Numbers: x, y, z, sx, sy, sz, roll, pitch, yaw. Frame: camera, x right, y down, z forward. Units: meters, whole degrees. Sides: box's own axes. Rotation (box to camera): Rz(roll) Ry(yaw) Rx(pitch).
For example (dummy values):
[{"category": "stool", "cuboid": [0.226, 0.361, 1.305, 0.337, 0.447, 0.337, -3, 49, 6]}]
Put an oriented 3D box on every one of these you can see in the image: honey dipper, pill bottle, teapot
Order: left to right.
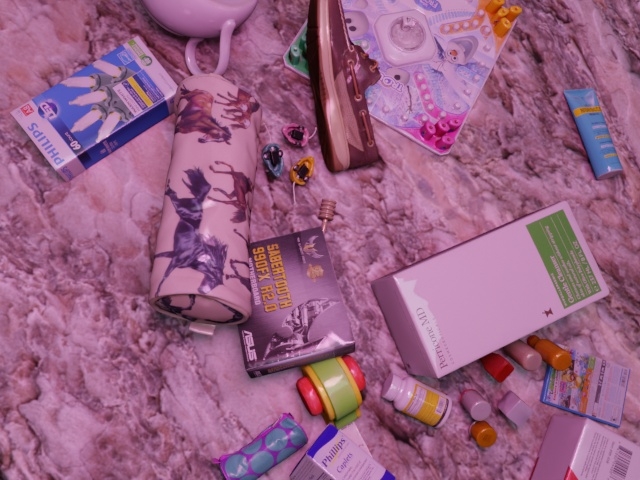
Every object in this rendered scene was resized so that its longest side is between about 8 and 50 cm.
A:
[{"category": "teapot", "cuboid": [-0.247, -0.471, 1.057, 0.253, 0.187, 0.255, 31, 55, -30]}, {"category": "honey dipper", "cuboid": [0.000, 0.000, 1.077, 0.031, 0.030, 0.160, 14, 80, -7]}, {"category": "pill bottle", "cuboid": [0.172, 0.286, 1.026, 0.117, 0.065, 0.065, 27, 75, -3]}]

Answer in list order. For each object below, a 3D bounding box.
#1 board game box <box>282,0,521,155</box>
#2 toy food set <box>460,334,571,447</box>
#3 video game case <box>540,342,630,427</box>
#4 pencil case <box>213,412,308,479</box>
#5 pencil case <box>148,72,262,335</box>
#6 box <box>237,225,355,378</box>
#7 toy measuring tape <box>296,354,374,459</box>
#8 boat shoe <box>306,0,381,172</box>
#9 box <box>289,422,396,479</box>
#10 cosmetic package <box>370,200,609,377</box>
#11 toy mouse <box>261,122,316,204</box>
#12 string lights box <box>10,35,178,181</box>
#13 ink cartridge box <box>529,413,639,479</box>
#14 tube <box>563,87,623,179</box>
[{"category": "board game box", "cuboid": [0.181, -0.430, 1.184, 0.390, 0.050, 0.389, 30, 75, -3]}, {"category": "toy food set", "cuboid": [0.340, 0.262, 1.063, 0.111, 0.104, 0.232, 39, 93, -14]}, {"category": "video game case", "cuboid": [0.520, 0.283, 1.113, 0.167, 0.015, 0.119, 20, 76, -6]}, {"category": "pencil case", "cuboid": [-0.099, 0.356, 0.965, 0.152, 0.064, 0.070, -33, 101, -15]}, {"category": "pencil case", "cuboid": [-0.184, -0.059, 0.945, 0.160, 0.183, 0.409, 1, 69, 1]}, {"category": "box", "cuboid": [-0.057, 0.102, 0.979, 0.183, 0.056, 0.230, -13, 61, -3]}, {"category": "toy measuring tape", "cuboid": [0.047, 0.306, 0.976, 0.122, 0.121, 0.329, -25, 84, -14]}, {"category": "boat shoe", "cuboid": [0.051, -0.303, 1.063, 0.123, 0.123, 0.341, -10, 101, -10]}, {"category": "box", "cuboid": [0.033, 0.387, 0.929, 0.137, 0.126, 0.072, 37, 50, 12]}, {"category": "cosmetic package", "cuboid": [0.304, 0.089, 1.045, 0.366, 0.155, 0.196, -23, 86, -15]}, {"category": "toy mouse", "cuboid": [-0.068, -0.172, 1.069, 0.143, 0.031, 0.160, 40, 68, -33]}, {"category": "string lights box", "cuboid": [-0.396, -0.238, 1.030, 0.260, 0.077, 0.133, -38, 88, -15]}, {"category": "ink cartridge box", "cuboid": [0.533, 0.467, 1.026, 0.273, 0.114, 0.196, 29, 74, -2]}, {"category": "tube", "cuboid": [0.587, -0.234, 1.219, 0.080, 0.052, 0.206, -6, 74, -22]}]
